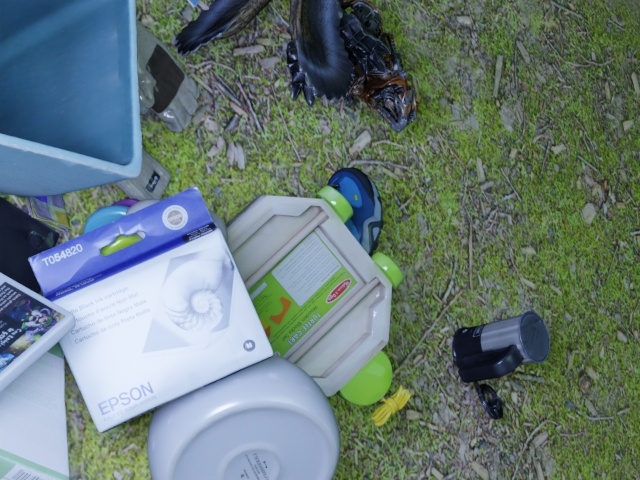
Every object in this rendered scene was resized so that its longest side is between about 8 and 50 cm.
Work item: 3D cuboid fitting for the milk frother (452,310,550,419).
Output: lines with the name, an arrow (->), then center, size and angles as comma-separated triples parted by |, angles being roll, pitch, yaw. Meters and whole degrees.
milk frother -> 0.297, 0.201, 2.338 | 0.143, 0.135, 0.129 | 46, 47, -28

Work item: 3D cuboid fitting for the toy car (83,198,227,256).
toy car -> -0.218, 0.007, 1.827 | 0.182, 0.159, 0.136 | 9, 34, -48

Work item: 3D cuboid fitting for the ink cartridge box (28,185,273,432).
ink cartridge box -> -0.196, 0.075, 1.692 | 0.223, 0.045, 0.224 | -25, 84, -6

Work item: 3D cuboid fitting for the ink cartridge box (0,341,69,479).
ink cartridge box -> -0.359, 0.159, 1.613 | 0.171, 0.056, 0.235 | 30, 30, -34

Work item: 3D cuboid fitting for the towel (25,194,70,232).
towel -> -0.330, -0.048, 1.778 | 0.060, 0.009, 0.083 | 25, 35, -41

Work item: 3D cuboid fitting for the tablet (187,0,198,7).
tablet -> -0.196, -0.375, 2.085 | 0.083, 0.006, 0.054 | 48, 45, -27

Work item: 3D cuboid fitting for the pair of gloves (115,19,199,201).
pair of gloves -> -0.254, -0.179, 1.916 | 0.204, 0.042, 0.240 | 44, 49, -35

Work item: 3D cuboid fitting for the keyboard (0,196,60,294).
keyboard -> -0.368, 0.111, 1.683 | 0.201, 0.033, 0.317 | 36, 52, -29

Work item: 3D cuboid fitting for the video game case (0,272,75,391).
video game case -> -0.384, 0.105, 1.546 | 0.190, 0.173, 0.022 | -44, 147, -35

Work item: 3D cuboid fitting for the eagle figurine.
eagle figurine -> -0.052, -0.345, 2.042 | 0.225, 0.226, 0.298 | 24, 78, -43

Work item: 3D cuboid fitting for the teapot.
teapot -> -0.102, 0.230, 1.827 | 0.253, 0.256, 0.187 | 13, 26, -24

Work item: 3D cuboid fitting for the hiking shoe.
hiking shoe -> 0.000, 0.000, 2.085 | 0.132, 0.113, 0.304 | 43, 47, -32

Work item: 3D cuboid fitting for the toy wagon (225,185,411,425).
toy wagon -> -0.012, 0.106, 1.969 | 0.267, 0.068, 0.344 | -43, 107, -13

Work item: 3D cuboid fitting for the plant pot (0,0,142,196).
plant pot -> -0.373, -0.173, 1.608 | 0.247, 0.252, 0.247 | 14, 66, -47

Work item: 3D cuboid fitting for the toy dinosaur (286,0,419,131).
toy dinosaur -> 0.039, -0.304, 2.258 | 0.322, 0.164, 0.218 | 42, 29, -1
